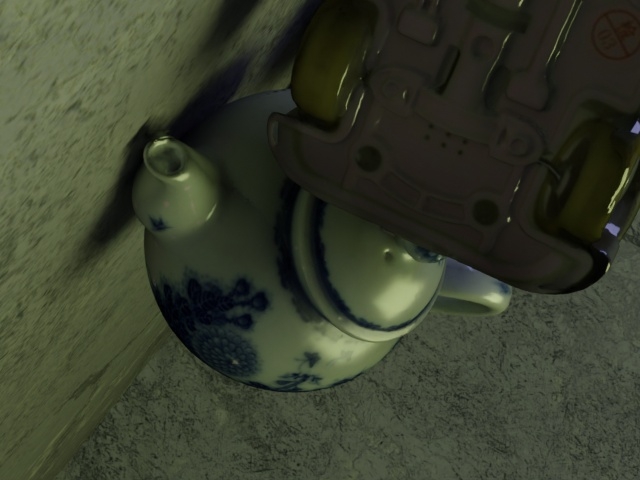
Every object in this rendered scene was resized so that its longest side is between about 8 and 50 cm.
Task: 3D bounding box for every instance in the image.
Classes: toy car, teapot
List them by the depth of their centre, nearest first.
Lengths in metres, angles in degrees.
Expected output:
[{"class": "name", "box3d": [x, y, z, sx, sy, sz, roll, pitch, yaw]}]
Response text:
[{"class": "toy car", "box3d": [0.139, -0.168, 0.732, 0.226, 0.242, 0.336, -45, 156, -58]}, {"class": "teapot", "box3d": [0.000, 0.000, 0.920, 0.280, 0.424, 0.252, -2, -108, 47]}]
